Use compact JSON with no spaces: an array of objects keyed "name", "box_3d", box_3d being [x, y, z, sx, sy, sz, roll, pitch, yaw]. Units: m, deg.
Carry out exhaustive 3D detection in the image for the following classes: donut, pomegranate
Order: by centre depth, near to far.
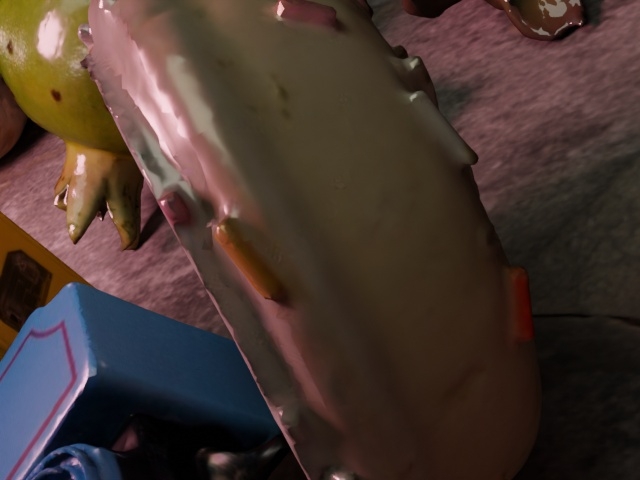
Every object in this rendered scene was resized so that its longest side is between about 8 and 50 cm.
[{"name":"donut","box_3d":[0.000,0.000,0.609,0.142,0.382,0.382,-27,38,-4]},{"name":"pomegranate","box_3d":[-0.181,-0.160,1.016,0.260,0.260,0.340,7,91,46]}]

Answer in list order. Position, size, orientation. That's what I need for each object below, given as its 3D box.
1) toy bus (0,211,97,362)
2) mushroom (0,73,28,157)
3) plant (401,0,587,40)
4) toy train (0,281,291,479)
[{"name":"toy bus","box_3d":[-0.263,0.066,0.807,0.152,0.330,0.144,-18,46,27]},{"name":"mushroom","box_3d":[-0.438,-0.250,1.318,0.325,0.353,0.353,-58,35,18]},{"name":"plant","box_3d":[0.118,-0.291,0.893,0.178,0.204,0.234,-24,37,31]},{"name":"toy train","box_3d":[-0.150,0.196,0.676,0.300,0.188,0.265,-55,33,15]}]
